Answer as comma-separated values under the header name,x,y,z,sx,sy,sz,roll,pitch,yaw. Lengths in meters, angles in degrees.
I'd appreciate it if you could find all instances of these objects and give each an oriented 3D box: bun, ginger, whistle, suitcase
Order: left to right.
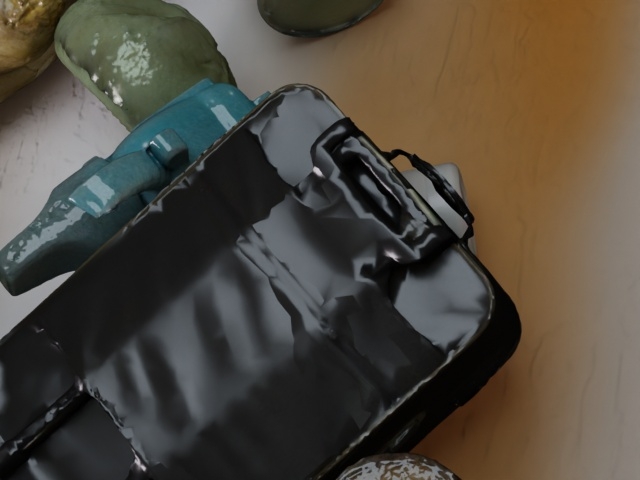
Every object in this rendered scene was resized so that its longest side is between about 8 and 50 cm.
name,x,y,z,sx,sy,sz,roll,pitch,yaw
ginger,-0.309,-0.172,1.550,0.236,0.166,0.376,11,69,44
whistle,-0.146,-0.045,1.328,0.274,0.186,0.093,-36,77,-17
bun,-0.146,-0.150,1.466,0.118,0.195,0.195,-41,58,0
suitcase,-0.062,0.102,1.248,0.434,0.194,0.283,-43,71,5

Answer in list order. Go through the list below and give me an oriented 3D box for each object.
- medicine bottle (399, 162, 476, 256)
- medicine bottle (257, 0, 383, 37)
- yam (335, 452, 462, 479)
name,x,y,z,sx,sy,sz,roll,pitch,yaw
medicine bottle,0.000,0.000,1.398,0.260,0.095,0.095,-10,58,10
medicine bottle,-0.012,-0.286,1.542,0.147,0.147,0.143,-22,58,1
yam,0.089,0.239,1.131,0.131,0.280,0.131,-8,66,18
